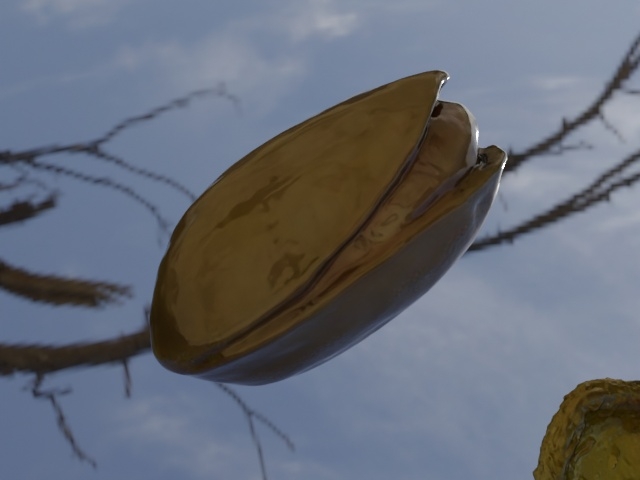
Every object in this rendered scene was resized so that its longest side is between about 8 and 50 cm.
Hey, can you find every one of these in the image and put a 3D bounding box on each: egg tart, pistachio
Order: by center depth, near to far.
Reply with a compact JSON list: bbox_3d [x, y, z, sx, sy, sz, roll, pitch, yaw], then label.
[{"bbox_3d":[0.156,0.125,0.847,0.105,0.105,0.039,-27,-173,-26],"label":"egg tart"},{"bbox_3d":[0.000,0.000,1.124,0.293,0.162,0.181,-33,-167,3],"label":"pistachio"}]
